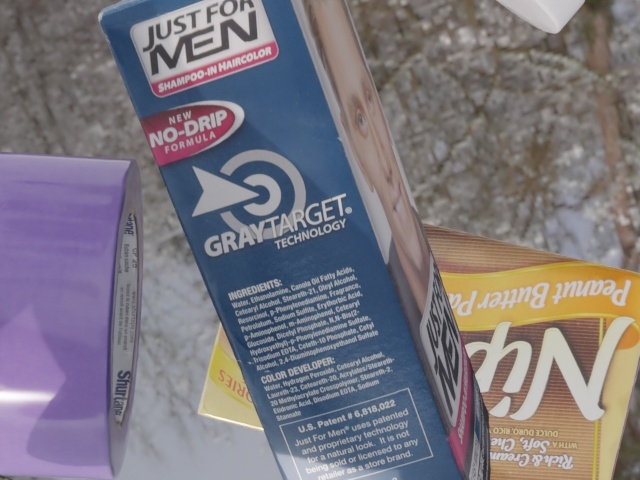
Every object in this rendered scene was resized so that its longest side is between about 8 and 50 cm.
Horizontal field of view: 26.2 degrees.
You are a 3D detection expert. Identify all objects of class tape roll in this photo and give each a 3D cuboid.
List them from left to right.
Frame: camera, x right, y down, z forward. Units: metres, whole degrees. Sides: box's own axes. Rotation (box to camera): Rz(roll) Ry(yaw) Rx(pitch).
[{"bbox_3d":[-0.152,0.044,0.804,0.080,0.189,0.189,2,-153,-3],"label":"tape roll"}]

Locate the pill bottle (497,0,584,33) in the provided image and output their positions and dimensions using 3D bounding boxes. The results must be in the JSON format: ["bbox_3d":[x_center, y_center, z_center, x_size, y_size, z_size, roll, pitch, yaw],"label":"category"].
[{"bbox_3d":[0.158,-0.211,0.739,0.193,0.108,0.108,-51,-152,3],"label":"pill bottle"}]

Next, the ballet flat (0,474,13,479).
[{"bbox_3d":[-0.178,0.160,0.587,0.164,0.483,0.182,-52,-159,-17],"label":"ballet flat"}]

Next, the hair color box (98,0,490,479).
[{"bbox_3d":[0.000,0.000,0.811,0.105,0.347,0.174,-18,-165,12],"label":"hair color box"}]

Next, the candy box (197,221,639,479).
[{"bbox_3d":[0.081,0.081,1.061,0.316,0.183,0.087,14,177,1],"label":"candy box"}]
